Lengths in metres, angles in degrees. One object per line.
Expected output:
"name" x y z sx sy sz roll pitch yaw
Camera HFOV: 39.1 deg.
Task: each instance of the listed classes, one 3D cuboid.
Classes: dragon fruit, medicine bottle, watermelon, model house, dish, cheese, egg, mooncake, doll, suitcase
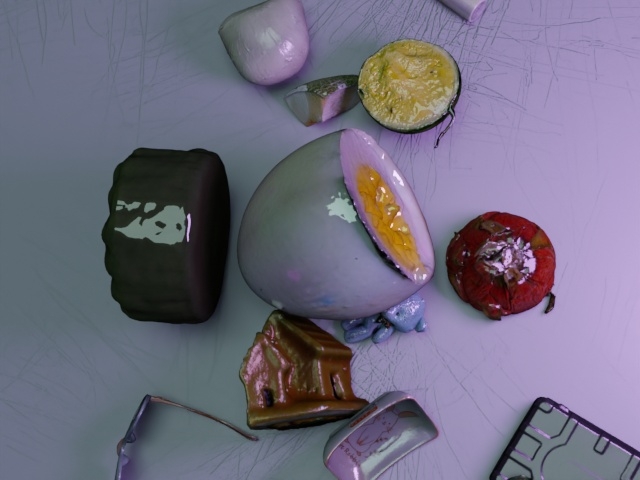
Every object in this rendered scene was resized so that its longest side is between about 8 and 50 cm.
"dragon fruit" 0.355 0.037 1.764 0.218 0.148 0.223 -9 75 7
"medicine bottle" 0.258 -0.567 1.983 0.231 0.059 0.059 41 86 16
"watermelon" 0.196 -0.310 1.892 0.232 0.127 0.204 28 82 18
"model house" -0.050 0.245 1.758 0.173 0.268 0.239 -20 71 26
"dish" 0.106 0.378 1.741 0.212 0.151 0.077 -38 37 0
"cheese" -0.114 -0.437 1.972 0.198 0.154 0.189 -22 78 4
"egg" 0.000 0.000 1.755 0.340 0.354 0.354 -27 72 24
"mooncake" -0.302 -0.009 1.793 0.194 0.356 0.356 5 77 7
"doll" 0.124 0.150 1.817 0.180 0.075 0.120 -18 70 5
"suitcase" 0.484 0.445 1.679 0.285 0.066 0.206 31 84 16

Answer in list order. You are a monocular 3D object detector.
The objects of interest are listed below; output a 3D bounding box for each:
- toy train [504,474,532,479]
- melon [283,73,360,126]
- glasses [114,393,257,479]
"toy train" 0.444 0.593 1.563 0.253 0.160 0.397 -15 89 15
"melon" 0.020 -0.308 1.940 0.202 0.139 0.093 -15 96 4
"glasses" -0.286 0.456 1.839 0.268 0.118 0.234 18 77 -6
